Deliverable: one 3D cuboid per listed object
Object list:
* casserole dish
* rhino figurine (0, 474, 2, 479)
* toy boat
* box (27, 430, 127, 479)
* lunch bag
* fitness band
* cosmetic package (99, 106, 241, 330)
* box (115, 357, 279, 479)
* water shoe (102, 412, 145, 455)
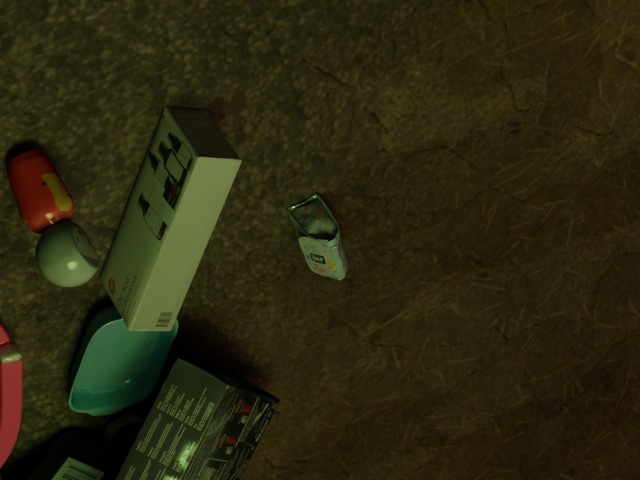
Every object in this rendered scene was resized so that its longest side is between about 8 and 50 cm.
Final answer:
[{"bbox_3d":[-0.237,0.134,2.051,0.114,0.037,0.188,-5,137,-31],"label":"casserole dish"},{"bbox_3d":[-0.460,0.368,2.103,0.243,0.073,0.106,-37,138,0],"label":"rhino figurine"},{"bbox_3d":[-0.374,0.007,1.730,0.318,0.148,0.267,-16,164,-35],"label":"toy boat"},{"bbox_3d":[-0.305,0.363,2.123,0.153,0.108,0.207,-57,163,-46],"label":"box"},{"bbox_3d":[0.000,0.000,2.065,0.053,0.083,0.071,-28,139,-9],"label":"lunch bag"},{"bbox_3d":[-0.442,0.190,1.965,0.209,0.054,0.290,-12,132,-25],"label":"fitness band"},{"bbox_3d":[-0.169,-0.021,1.920,0.060,0.099,0.239,3,126,-33],"label":"cosmetic package"},{"bbox_3d":[-0.174,0.301,2.081,0.307,0.077,0.242,-63,164,-2],"label":"box"},{"bbox_3d":[-0.237,0.308,2.193,0.073,0.080,0.203,-19,137,-18],"label":"water shoe"}]
